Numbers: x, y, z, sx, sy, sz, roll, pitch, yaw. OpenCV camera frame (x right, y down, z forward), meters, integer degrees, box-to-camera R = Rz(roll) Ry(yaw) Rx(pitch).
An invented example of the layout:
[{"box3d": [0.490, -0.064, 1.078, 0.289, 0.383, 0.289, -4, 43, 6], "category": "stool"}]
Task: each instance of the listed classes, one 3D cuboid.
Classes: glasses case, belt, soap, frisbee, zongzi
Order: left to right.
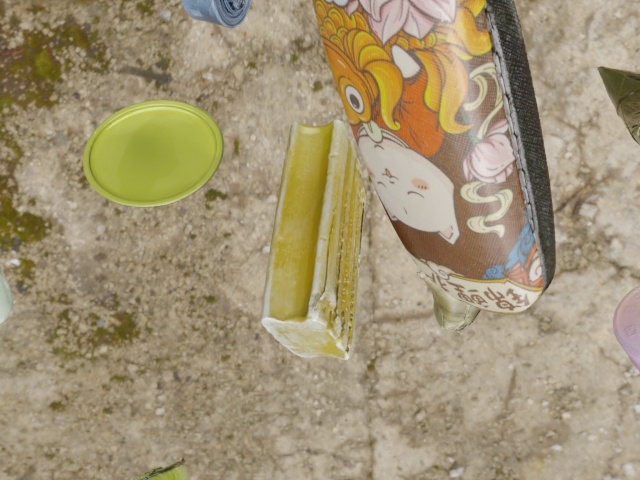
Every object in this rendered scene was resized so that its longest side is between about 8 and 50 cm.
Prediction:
[{"box3d": [-0.279, -0.149, 1.004, 0.236, 0.235, 0.017, -2, 148, -2], "category": "frisbee"}, {"box3d": [-0.154, -0.429, 0.915, 0.082, 0.141, 0.190, 18, 128, 15], "category": "belt"}, {"box3d": [0.000, 0.000, 0.776, 0.089, 0.274, 0.173, -1, 153, 16], "category": "soap"}, {"box3d": [0.080, -0.078, 0.402, 0.082, 0.122, 0.320, -40, 125, -23], "category": "glasses case"}, {"box3d": [0.253, 0.113, 1.221, 0.198, 0.099, 0.194, -4, 134, -25], "category": "zongzi"}, {"box3d": [0.594, -0.257, 1.090, 0.125, 0.274, 0.251, -46, 158, 24], "category": "zongzi"}]

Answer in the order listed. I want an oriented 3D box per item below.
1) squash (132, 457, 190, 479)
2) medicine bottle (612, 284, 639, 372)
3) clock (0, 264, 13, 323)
[{"box3d": [-0.317, 0.459, 0.990, 0.220, 0.133, 0.220, -16, 158, -7], "category": "squash"}, {"box3d": [0.579, 0.182, 0.931, 0.152, 0.152, 0.254, -36, 122, 19], "category": "medicine bottle"}, {"box3d": [-0.254, 0.091, 0.269, 0.147, 0.243, 0.199, 8, 154, 16], "category": "clock"}]
